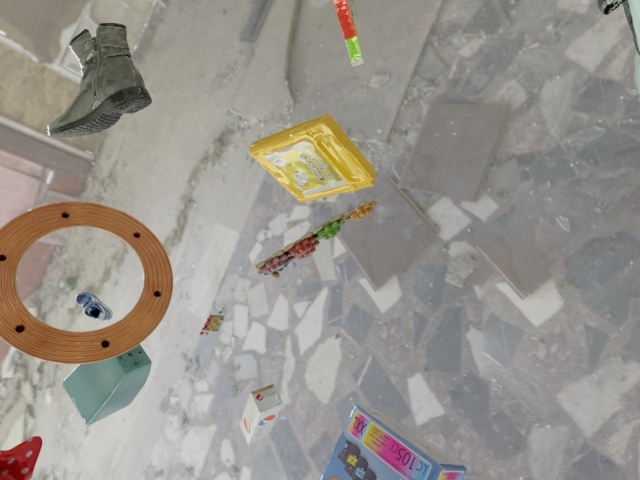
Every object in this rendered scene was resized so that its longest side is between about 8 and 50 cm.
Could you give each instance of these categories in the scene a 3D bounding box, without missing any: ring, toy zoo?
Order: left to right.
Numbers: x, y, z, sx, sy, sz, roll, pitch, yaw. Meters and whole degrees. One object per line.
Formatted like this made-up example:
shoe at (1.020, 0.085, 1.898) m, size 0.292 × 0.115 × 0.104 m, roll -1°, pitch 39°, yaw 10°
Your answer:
ring at (-0.461, 0.074, 0.877) m, size 0.032 × 0.337 × 0.336 m, roll -40°, pitch 50°, yaw 49°
toy zoo at (0.036, -0.550, 0.956) m, size 0.030 × 0.293 × 0.192 m, roll -13°, pitch 56°, yaw 12°

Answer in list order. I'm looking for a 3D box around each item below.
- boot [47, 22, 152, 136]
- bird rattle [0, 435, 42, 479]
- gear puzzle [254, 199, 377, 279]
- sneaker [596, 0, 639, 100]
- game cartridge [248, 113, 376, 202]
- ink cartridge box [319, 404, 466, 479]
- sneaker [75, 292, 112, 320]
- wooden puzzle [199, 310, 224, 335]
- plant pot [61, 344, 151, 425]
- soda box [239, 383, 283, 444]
boot at (-0.449, -0.308, 0.882) m, size 0.247 × 0.083 × 0.161 m, roll -18°, pitch 95°, yaw 19°
bird rattle at (-0.458, 0.342, 0.535) m, size 0.254 × 0.207 × 0.142 m, roll -37°, pitch 63°, yaw 40°
gear puzzle at (0.000, 0.000, 1.131) m, size 0.339 × 0.175 × 0.044 m, roll -32°, pitch 82°, yaw -1°
sneaker at (0.270, -0.120, 0.275) m, size 0.094 × 0.151 × 0.255 m, roll -31°, pitch 26°, yaw 16°
game cartridge at (-0.022, -0.239, 1.412) m, size 0.324 × 0.285 × 0.052 m, roll -8°, pitch 52°, yaw 41°
ink cartridge box at (0.125, 0.633, 1.047) m, size 0.270 × 0.151 × 0.395 m, roll 19°, pitch 83°, yaw 49°
sneaker at (-0.764, 0.220, 1.503) m, size 0.144 × 0.059 × 0.053 m, roll 29°, pitch 96°, yaw 11°
wooden puzzle at (-0.282, 0.218, 1.184) m, size 0.006 × 0.049 × 0.083 m, roll 41°, pitch 108°, yaw 40°
plant pot at (-0.650, 0.422, 1.417) m, size 0.234 × 0.166 × 0.165 m, roll -45°, pitch 75°, yaw 24°
soda box at (-0.173, 0.502, 1.297) m, size 0.069 × 0.074 × 0.216 m, roll 55°, pitch 142°, yaw 32°
